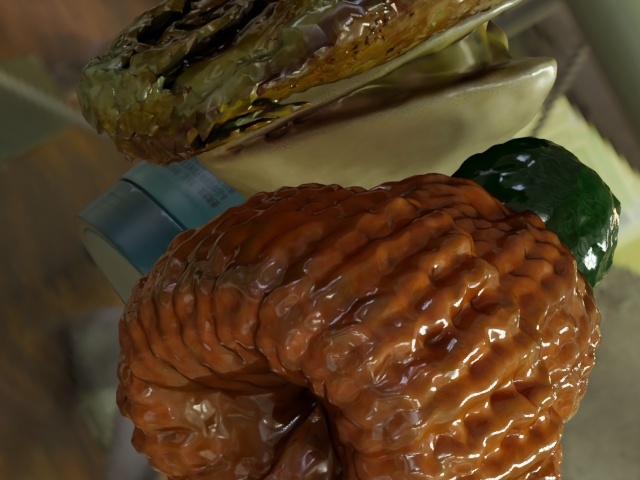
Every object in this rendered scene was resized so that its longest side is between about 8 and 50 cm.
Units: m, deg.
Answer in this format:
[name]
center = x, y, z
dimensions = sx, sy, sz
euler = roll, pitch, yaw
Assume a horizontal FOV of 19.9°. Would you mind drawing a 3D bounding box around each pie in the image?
[pie]
center = -0.022, -0.129, 1.130
dimensions = 0.308, 0.308, 0.085
euler = -75, 144, -74

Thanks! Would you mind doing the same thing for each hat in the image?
[hat]
center = 0.083, 0.077, 1.183
dimensions = 0.400, 0.285, 0.285
euler = -17, 76, -42

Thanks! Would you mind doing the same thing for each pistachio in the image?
[pistachio]
center = 0.035, -0.121, 1.412
dimensions = 0.214, 0.318, 0.193
euler = -35, 103, -45

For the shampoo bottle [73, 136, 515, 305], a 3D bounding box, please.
[shampoo bottle]
center = 0.000, 0.000, 1.726
dimensions = 0.331, 0.342, 0.331
euler = 48, -11, 13
